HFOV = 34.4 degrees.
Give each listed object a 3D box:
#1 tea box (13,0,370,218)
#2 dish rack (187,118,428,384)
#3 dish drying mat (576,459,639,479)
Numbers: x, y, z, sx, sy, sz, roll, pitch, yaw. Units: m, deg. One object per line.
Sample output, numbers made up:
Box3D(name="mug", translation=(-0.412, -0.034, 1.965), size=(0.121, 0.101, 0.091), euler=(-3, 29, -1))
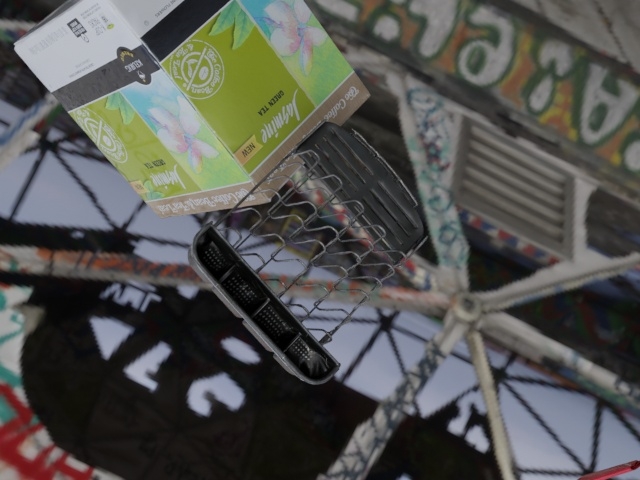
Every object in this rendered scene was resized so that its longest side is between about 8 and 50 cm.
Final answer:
Box3D(name="tea box", translation=(-0.173, -0.222, 1.345), size=(0.323, 0.220, 0.329), euler=(50, 154, -19))
Box3D(name="dish rack", translation=(0.000, 0.000, 1.141), size=(0.208, 0.271, 0.074), euler=(49, 155, -11))
Box3D(name="dish drying mat", translation=(0.325, 0.265, 1.175), size=(0.032, 0.008, 0.083), euler=(-16, 169, -47))
